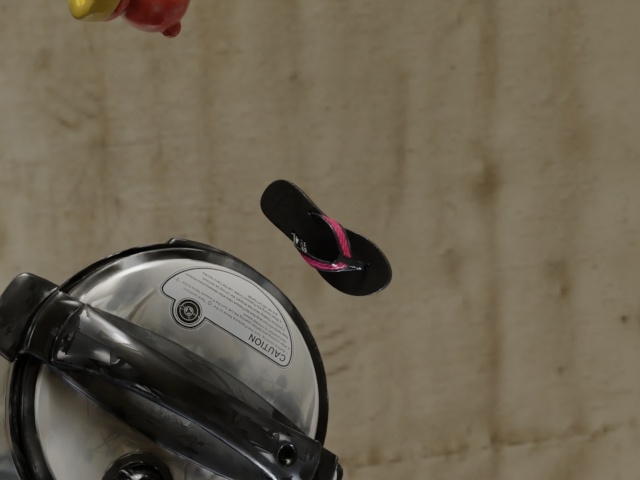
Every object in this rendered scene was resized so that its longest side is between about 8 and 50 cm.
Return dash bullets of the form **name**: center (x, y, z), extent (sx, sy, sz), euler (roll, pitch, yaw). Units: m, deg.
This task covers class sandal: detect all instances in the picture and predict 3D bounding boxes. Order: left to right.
- **sandal**: center (0.000, 0.000, 1.519), extent (0.179, 0.067, 0.040), euler (40, 10, 14)

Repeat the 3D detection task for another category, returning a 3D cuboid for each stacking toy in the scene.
- **stacking toy**: center (-0.227, -0.406, 1.694), extent (0.279, 0.130, 0.309), euler (23, -84, 58)

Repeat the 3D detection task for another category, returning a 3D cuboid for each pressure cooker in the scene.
- **pressure cooker**: center (-0.186, 0.195, 1.579), extent (0.420, 0.370, 0.375), euler (157, -79, -69)
